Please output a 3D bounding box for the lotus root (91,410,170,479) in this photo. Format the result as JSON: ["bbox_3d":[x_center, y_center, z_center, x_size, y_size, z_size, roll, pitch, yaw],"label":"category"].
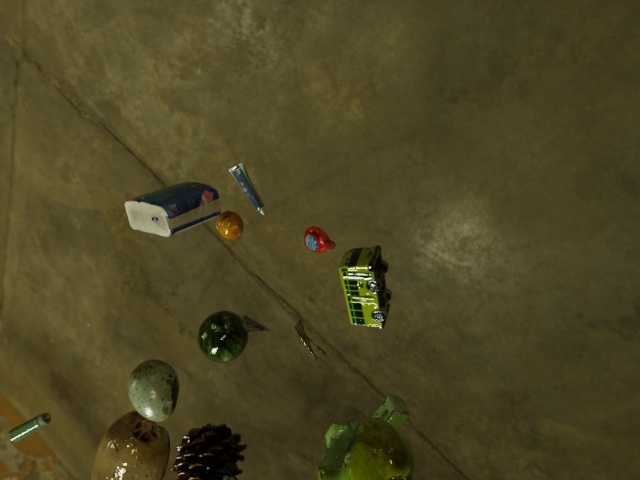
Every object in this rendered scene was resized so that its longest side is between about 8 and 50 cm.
[{"bbox_3d":[-0.463,0.557,0.983,0.169,0.151,0.343,32,113,17],"label":"lotus root"}]

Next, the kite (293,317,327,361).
[{"bbox_3d":[-0.037,0.367,1.503,0.006,0.198,0.244,-34,133,7],"label":"kite"}]

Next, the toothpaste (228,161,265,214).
[{"bbox_3d":[-0.243,-0.172,1.408,0.057,0.035,0.197,-24,108,15],"label":"toothpaste"}]

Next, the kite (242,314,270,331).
[{"bbox_3d":[-0.323,0.343,1.714,0.249,0.229,0.012,17,92,-7],"label":"kite"}]

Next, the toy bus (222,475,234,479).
[{"bbox_3d":[-0.133,0.619,0.773,0.231,0.295,0.197,18,159,12],"label":"toy bus"}]

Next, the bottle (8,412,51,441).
[{"bbox_3d":[-0.632,0.406,0.894,0.083,0.030,0.030,-29,97,1],"label":"bottle"}]

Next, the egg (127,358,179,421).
[{"bbox_3d":[-0.296,0.267,0.734,0.110,0.085,0.085,55,131,24],"label":"egg"}]

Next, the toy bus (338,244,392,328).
[{"bbox_3d":[0.149,0.152,1.364,0.149,0.128,0.262,0,122,23],"label":"toy bus"}]

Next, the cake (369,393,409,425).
[{"bbox_3d":[0.268,0.790,1.814,0.235,0.100,0.099,-43,125,11],"label":"cake"}]

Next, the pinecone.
[{"bbox_3d":[-0.365,0.732,1.332,0.243,0.258,0.244,7,154,4],"label":"pinecone"}]

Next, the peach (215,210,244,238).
[{"bbox_3d":[-0.441,-0.079,2.001,0.138,0.138,0.138,13,119,26],"label":"peach"}]

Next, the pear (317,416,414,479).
[{"bbox_3d":[0.128,0.633,1.153,0.176,0.287,0.282,26,146,-18],"label":"pear"}]

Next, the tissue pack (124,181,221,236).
[{"bbox_3d":[-0.526,-0.123,1.489,0.209,0.269,0.138,13,115,26],"label":"tissue pack"}]

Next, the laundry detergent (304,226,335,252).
[{"bbox_3d":[0.000,0.000,1.498,0.165,0.049,0.098,11,110,57],"label":"laundry detergent"}]

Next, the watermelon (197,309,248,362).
[{"bbox_3d":[-0.365,0.350,1.517,0.187,0.188,0.215,12,151,26],"label":"watermelon"}]
